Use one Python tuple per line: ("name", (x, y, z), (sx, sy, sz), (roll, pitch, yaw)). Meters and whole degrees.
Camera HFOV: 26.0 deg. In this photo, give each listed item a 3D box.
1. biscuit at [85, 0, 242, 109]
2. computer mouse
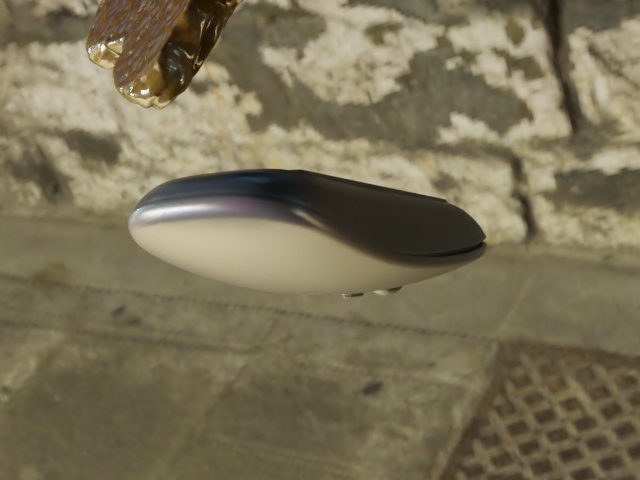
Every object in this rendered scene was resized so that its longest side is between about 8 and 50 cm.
("biscuit", (-0.053, -0.193, 0.809), (0.208, 0.041, 0.290), (-21, 46, 50))
("computer mouse", (0.000, 0.001, 0.746), (0.120, 0.232, 0.057), (-5, 83, 33))
